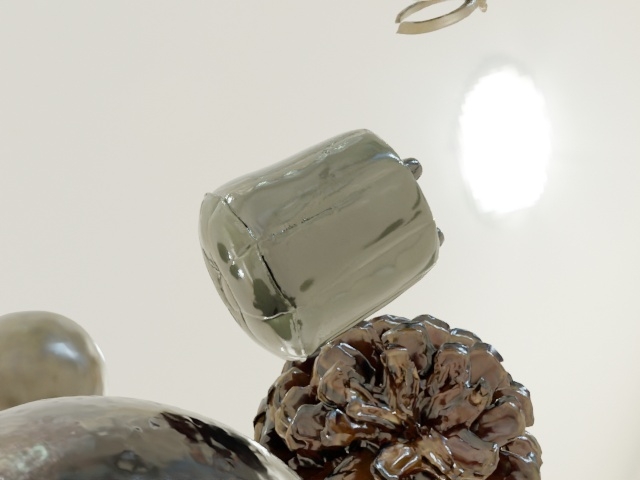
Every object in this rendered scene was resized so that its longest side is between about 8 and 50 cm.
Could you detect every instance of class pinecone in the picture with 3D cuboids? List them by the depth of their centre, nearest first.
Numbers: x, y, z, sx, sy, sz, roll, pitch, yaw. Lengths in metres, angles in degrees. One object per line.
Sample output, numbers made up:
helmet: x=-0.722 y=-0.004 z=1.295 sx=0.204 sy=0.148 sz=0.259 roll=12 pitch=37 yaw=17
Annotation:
pinecone: x=0.060 y=0.151 z=1.331 sx=0.221 sy=0.221 sz=0.221 roll=23 pitch=-119 yaw=-48

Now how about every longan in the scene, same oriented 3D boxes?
longan: x=-0.300 y=0.161 z=1.895 sx=0.159 sy=0.185 sz=0.204 roll=50 pitch=-132 yaw=-19

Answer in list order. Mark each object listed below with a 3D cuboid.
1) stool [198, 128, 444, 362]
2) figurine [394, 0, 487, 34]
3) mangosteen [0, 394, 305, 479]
stool: x=0.000 y=0.000 z=0.950 sx=0.110 sy=0.096 sz=0.096 roll=-30 pitch=-73 yaw=-12
figurine: x=0.066 y=-0.227 z=1.417 sx=0.132 sy=0.132 sz=0.153 roll=-47 pitch=-57 yaw=-49
mangosteen: x=-0.085 y=0.204 z=0.813 sx=0.297 sy=0.313 sz=0.297 roll=24 pitch=-128 yaw=-35
